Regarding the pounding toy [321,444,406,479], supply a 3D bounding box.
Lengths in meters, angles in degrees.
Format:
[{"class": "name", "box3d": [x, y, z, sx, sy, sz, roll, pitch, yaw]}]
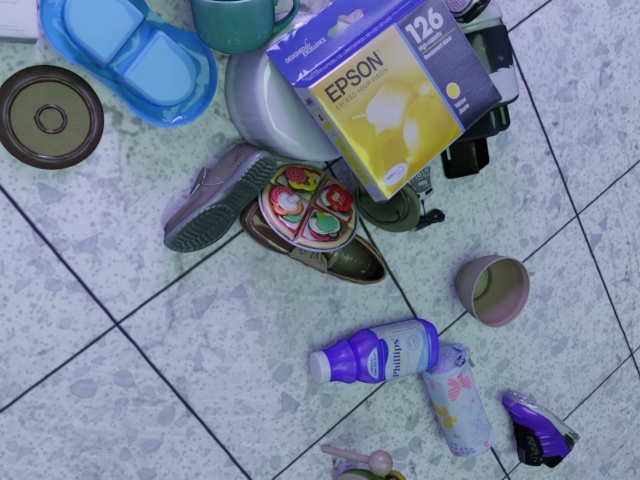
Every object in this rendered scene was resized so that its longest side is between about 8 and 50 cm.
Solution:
[{"class": "pounding toy", "box3d": [0.126, 0.538, 1.433, 0.110, 0.183, 0.236, -34, 114, -43]}]

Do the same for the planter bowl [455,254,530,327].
[{"class": "planter bowl", "box3d": [0.373, 0.103, 1.458, 0.162, 0.109, 0.162, -7, 106, -25]}]

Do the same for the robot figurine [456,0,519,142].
[{"class": "robot figurine", "box3d": [0.286, -0.338, 1.265, 0.174, 0.209, 0.278, -16, 102, -1]}]

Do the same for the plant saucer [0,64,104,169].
[{"class": "plant saucer", "box3d": [-0.433, -0.195, 1.036, 0.169, 0.029, 0.168, -6, 105, -24]}]

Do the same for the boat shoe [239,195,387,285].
[{"class": "boat shoe", "box3d": [0.000, 0.000, 1.245, 0.325, 0.116, 0.123, 22, 92, -29]}]

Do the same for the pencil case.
[{"class": "pencil case", "box3d": [0.319, 0.369, 1.497, 0.124, 0.114, 0.273, -36, 117, -36]}]

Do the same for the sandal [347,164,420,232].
[{"class": "sandal", "box3d": [0.118, -0.078, 1.234, 0.120, 0.086, 0.303, -15, 153, 14]}]

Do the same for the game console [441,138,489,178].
[{"class": "game console", "box3d": [0.313, -0.207, 1.407, 0.107, 0.071, 0.122, -11, 109, 8]}]

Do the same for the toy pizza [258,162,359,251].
[{"class": "toy pizza", "box3d": [-0.017, -0.069, 1.197, 0.201, 0.032, 0.201, 13, 53, -18]}]

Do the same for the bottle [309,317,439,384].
[{"class": "bottle", "box3d": [0.116, 0.243, 1.376, 0.283, 0.092, 0.118, -7, 102, -24]}]

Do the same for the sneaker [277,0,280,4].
[{"class": "sneaker", "box3d": [-0.047, -0.479, 1.115, 0.256, 0.094, 0.151, -4, 99, -15]}]

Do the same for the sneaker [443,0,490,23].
[{"class": "sneaker", "box3d": [0.179, -0.519, 1.120, 0.146, 0.134, 0.343, -14, 70, -44]}]

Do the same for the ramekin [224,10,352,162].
[{"class": "ramekin", "box3d": [-0.020, -0.271, 1.158, 0.277, 0.135, 0.277, -6, 105, -24]}]

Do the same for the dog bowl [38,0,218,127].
[{"class": "dog bowl", "box3d": [-0.307, -0.311, 1.043, 0.297, 0.074, 0.166, 39, 84, -29]}]

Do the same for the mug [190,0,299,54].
[{"class": "mug", "box3d": [-0.126, -0.354, 1.027, 0.129, 0.158, 0.097, -52, 153, -41]}]

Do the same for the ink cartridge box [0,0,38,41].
[{"class": "ink cartridge box", "box3d": [-0.448, -0.403, 0.916, 0.078, 0.134, 0.230, -4, 104, -24]}]

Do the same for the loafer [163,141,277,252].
[{"class": "loafer", "box3d": [-0.187, -0.079, 1.163, 0.251, 0.087, 0.094, -42, 144, 1]}]

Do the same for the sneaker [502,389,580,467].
[{"class": "sneaker", "box3d": [0.543, 0.498, 1.643, 0.293, 0.102, 0.146, 38, 86, -28]}]

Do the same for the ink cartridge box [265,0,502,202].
[{"class": "ink cartridge box", "box3d": [0.118, -0.275, 1.079, 0.304, 0.072, 0.307, -41, 105, -17]}]

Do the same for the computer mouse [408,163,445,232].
[{"class": "computer mouse", "box3d": [0.205, -0.114, 1.362, 0.106, 0.042, 0.192, -19, 116, -16]}]
